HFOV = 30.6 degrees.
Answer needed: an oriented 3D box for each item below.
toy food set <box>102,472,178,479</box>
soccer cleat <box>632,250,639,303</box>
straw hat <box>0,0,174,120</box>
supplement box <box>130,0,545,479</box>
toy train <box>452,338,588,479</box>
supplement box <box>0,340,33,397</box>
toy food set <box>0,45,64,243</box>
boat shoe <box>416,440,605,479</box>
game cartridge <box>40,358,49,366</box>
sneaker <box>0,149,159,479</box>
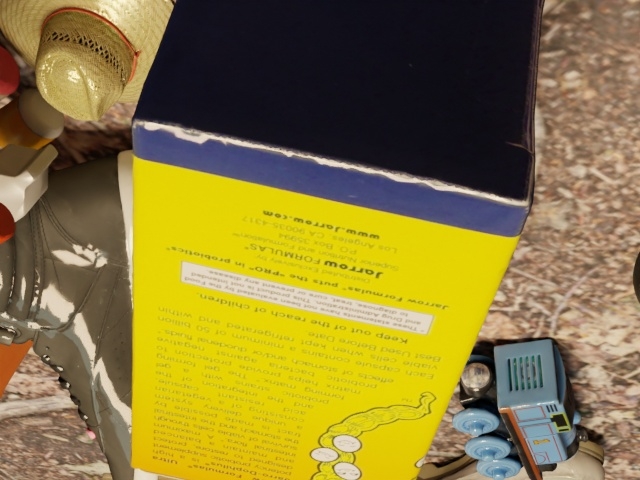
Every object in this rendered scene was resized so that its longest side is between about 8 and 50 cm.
[{"bbox_3d":[-0.158,0.287,1.399,0.192,0.038,0.132,6,154,-2],"label":"toy food set"},{"bbox_3d":[0.356,0.071,0.753,0.116,0.109,0.318,21,-175,-44],"label":"soccer cleat"},{"bbox_3d":[-0.153,-0.114,0.754,0.144,0.061,0.144,7,147,5],"label":"straw hat"},{"bbox_3d":[0.000,0.000,0.728,0.195,0.194,0.356,12,142,0],"label":"supplement box"},{"bbox_3d":[0.182,0.161,1.063,0.105,0.080,0.184,-8,143,17],"label":"toy train"},{"bbox_3d":[-0.382,0.076,1.054,0.233,0.078,0.080,11,148,23],"label":"supplement box"},{"bbox_3d":[-0.212,-0.062,0.728,0.104,0.232,0.111,-28,110,27],"label":"toy food set"},{"bbox_3d":[0.174,0.282,1.224,0.113,0.103,0.302,29,143,-26],"label":"boat shoe"},{"bbox_3d":[-0.123,0.096,1.037,0.297,0.062,0.198,14,144,12],"label":"game cartridge"},{"bbox_3d":[-0.194,0.078,0.888,0.147,0.104,0.296,-4,110,-5],"label":"sneaker"}]
